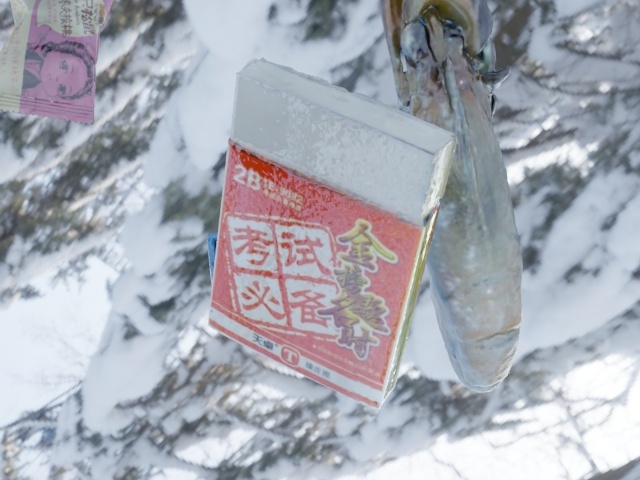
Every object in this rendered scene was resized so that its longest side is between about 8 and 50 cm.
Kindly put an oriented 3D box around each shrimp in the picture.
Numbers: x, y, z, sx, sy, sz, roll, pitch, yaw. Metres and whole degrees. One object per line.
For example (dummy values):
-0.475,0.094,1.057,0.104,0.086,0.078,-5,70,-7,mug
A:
0.136,-0.056,1.069,0.109,0.446,0.221,-9,-156,-1,shrimp

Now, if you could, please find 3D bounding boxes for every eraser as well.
0.000,0.000,0.774,0.157,0.230,0.038,25,-142,19,eraser

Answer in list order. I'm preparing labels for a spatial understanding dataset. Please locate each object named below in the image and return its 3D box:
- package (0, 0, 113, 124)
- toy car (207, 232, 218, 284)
-0.134,-0.099,0.530,0.059,0.029,0.083,6,-110,-6,package
-0.077,0.026,1.251,0.100,0.191,0.097,-5,-96,-12,toy car
